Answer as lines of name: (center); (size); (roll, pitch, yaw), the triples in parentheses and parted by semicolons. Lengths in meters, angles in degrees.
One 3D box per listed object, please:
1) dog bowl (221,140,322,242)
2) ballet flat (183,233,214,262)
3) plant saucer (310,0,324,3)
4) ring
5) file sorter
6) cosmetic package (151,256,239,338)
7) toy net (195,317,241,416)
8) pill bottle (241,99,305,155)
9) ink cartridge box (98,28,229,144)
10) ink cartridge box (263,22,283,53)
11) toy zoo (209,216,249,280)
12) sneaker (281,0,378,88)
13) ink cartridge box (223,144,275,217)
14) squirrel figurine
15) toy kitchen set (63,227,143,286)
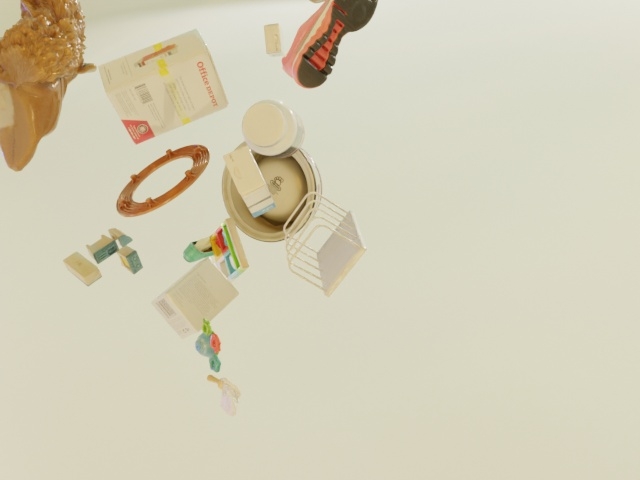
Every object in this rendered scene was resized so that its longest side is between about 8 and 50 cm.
dog bowl: (-0.173, -0.203, 2.610); (0.407, 0.408, 0.150); (-2, -173, 26)
ballet flat: (-0.436, 0.019, 2.638); (0.087, 0.083, 0.247); (-49, 170, 29)
plant saucer: (0.010, -0.639, 1.767); (0.083, 0.015, 0.083); (-20, -171, 3)
ring: (-0.490, -0.194, 2.071); (0.336, 0.032, 0.337); (-21, -146, 15)
file sorter: (0.000, 0.000, 2.080); (0.193, 0.173, 0.278); (-53, -161, 17)
cosmetic package: (-0.377, 0.174, 2.032); (0.183, 0.151, 0.151); (-43, -171, -32)
toy net: (-0.230, 0.298, 1.589); (0.045, 0.122, 0.232); (-7, -126, -39)
pill bottle: (-0.154, -0.358, 2.168); (0.176, 0.177, 0.318); (-14, -177, 7)
ink cartridge box: (-0.563, -0.558, 2.457); (0.384, 0.279, 0.160); (-23, -125, -5)
ink cartridge box: (-0.181, -0.786, 2.653); (0.063, 0.109, 0.150); (-5, -170, 3)
toy zoo: (-0.346, 0.049, 2.492); (0.030, 0.193, 0.293); (-15, 171, -27)
sneaker: (0.009, -0.515, 1.596); (0.314, 0.116, 0.136); (-54, -137, 2)
ink cartridge box: (-0.203, -0.168, 1.950); (0.082, 0.191, 0.140); (-25, -106, -4)
squirrel figurine: (-0.679, -0.439, 1.658); (0.397, 0.281, 0.370); (-40, -164, 31)
toy kitchen set: (-0.660, 0.086, 2.114); (0.122, 0.166, 0.207); (30, -125, 33)
